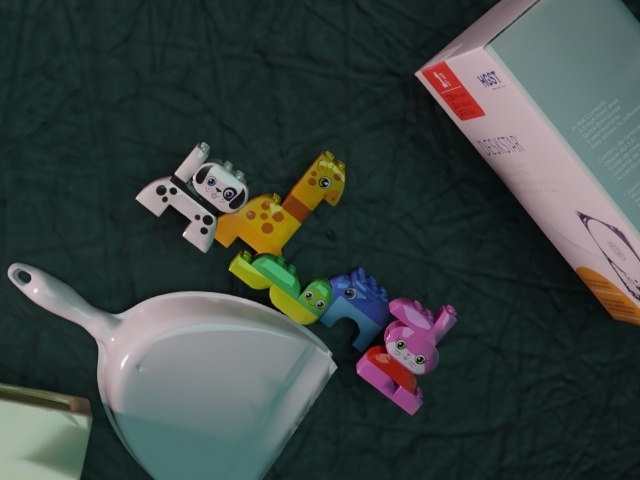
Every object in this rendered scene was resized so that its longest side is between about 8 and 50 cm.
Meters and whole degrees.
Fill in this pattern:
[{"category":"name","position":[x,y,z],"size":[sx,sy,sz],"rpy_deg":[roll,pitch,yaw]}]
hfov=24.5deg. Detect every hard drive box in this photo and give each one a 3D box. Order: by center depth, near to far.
[{"category":"hard drive box","position":[0.185,-0.056,0.964],"size":[0.089,0.181,0.232],"rpy_deg":[-40,96,-6]}]

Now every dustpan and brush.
[{"category":"dustpan and brush","position":[-0.115,0.077,0.981],"size":[0.211,0.060,0.147],"rpy_deg":[31,98,-15]}]

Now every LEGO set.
[{"category":"LEGO set","position":[0.000,0.000,0.976],"size":[0.227,0.087,0.093],"rpy_deg":[38,99,-8]}]

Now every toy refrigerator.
[{"category":"toy refrigerator","position":[-0.283,0.115,0.922],"size":[0.269,0.102,0.094],"rpy_deg":[12,88,-9]}]
